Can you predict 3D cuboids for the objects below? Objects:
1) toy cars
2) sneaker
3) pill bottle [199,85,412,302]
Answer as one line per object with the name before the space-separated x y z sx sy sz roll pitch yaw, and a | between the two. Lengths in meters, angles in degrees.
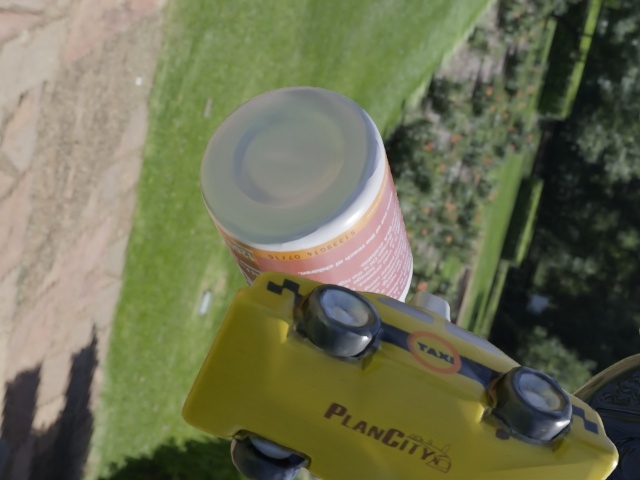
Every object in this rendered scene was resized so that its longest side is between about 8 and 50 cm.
toy cars | 0.136 0.050 0.525 0.087 0.394 0.176 -77 151 -57
sneaker | 0.157 0.157 0.743 0.227 0.087 0.130 -62 178 12
pill bottle | 0.000 0.000 0.821 0.216 0.121 0.121 68 38 -58
